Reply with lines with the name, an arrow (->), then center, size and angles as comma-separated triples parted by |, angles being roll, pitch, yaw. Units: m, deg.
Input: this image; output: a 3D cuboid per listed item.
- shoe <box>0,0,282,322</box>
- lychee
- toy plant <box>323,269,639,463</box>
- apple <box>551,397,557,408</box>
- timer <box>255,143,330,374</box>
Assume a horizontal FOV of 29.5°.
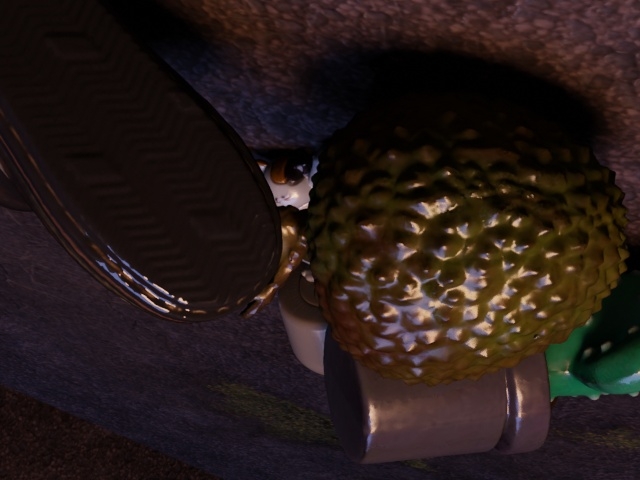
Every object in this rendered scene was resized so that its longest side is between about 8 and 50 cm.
shoe -> -0.206, -0.079, 1.030 | 0.384, 0.171, 0.237 | 49, 156, -2
lychee -> 0.098, -0.002, 1.038 | 0.320, 0.270, 0.270 | 17, 165, 42
toy plant -> 0.214, 0.117, 1.231 | 0.400, 0.185, 0.279 | -10, 170, -14
apple -> 0.214, 0.183, 1.551 | 0.173, 0.160, 0.195 | 16, -174, 19
timer -> 0.000, 0.000, 1.312 | 0.175, 0.175, 0.266 | 1, 136, 32
